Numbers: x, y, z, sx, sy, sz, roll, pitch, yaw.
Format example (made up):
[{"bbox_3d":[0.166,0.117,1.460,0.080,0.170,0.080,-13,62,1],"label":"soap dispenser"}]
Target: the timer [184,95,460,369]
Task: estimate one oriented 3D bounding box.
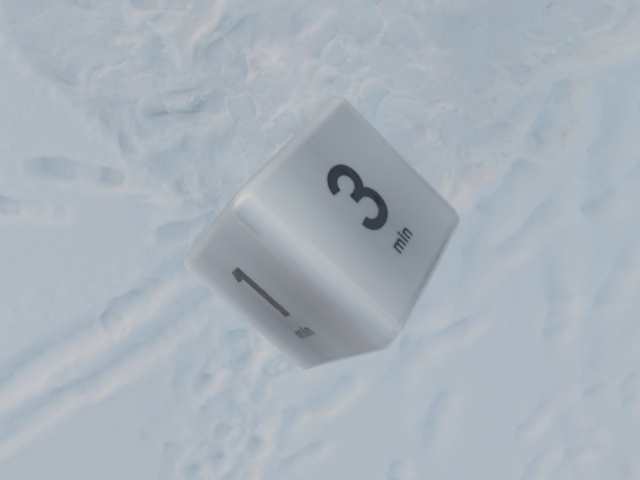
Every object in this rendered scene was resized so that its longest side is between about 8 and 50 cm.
[{"bbox_3d":[0.000,0.000,0.517,0.195,0.192,0.194,43,145,-8],"label":"timer"}]
